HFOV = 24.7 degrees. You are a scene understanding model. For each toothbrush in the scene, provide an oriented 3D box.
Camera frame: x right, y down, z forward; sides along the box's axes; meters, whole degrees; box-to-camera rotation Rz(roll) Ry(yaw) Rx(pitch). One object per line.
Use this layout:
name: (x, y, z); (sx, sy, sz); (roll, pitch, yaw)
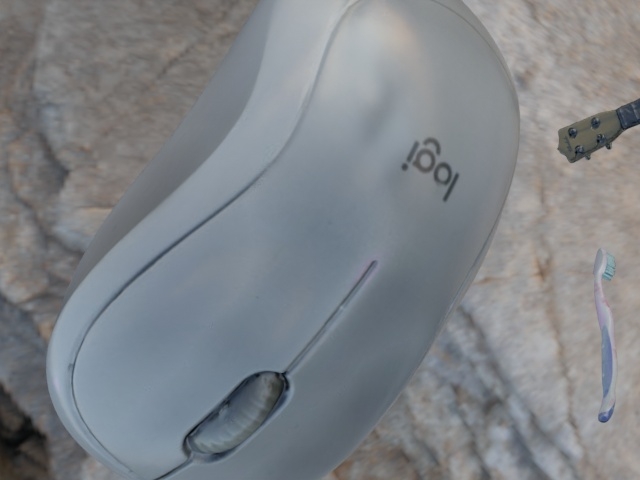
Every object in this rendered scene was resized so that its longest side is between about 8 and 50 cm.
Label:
toothbrush: (0.321, 0.103, 1.645); (0.027, 0.269, 0.021); (20, 133, -7)

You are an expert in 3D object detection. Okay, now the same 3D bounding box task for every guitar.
guitar: (0.323, -0.134, 1.237); (0.271, 0.038, 0.084); (-29, 62, 27)

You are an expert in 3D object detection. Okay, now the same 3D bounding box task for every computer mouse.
computer mouse: (0.000, 0.000, 0.718); (0.121, 0.184, 0.297); (18, 71, 54)
